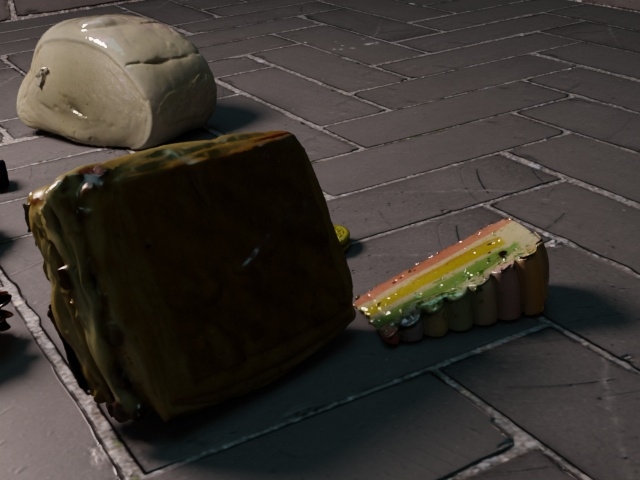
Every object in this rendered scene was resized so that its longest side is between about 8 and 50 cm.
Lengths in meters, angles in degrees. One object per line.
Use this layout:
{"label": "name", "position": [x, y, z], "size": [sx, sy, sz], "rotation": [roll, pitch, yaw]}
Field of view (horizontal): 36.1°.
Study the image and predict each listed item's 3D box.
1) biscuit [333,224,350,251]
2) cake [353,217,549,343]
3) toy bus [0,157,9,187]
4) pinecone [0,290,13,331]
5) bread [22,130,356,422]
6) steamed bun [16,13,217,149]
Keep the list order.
{"label": "biscuit", "position": [0.000, 0.000, 1.360], "size": [0.084, 0.023, 0.084], "rotation": [-5, 23, 2]}
{"label": "cake", "position": [0.162, 0.068, 1.163], "size": [0.225, 0.090, 0.109], "rotation": [-27, 29, -4]}
{"label": "toy bus", "position": [-0.618, -0.104, 1.660], "size": [0.172, 0.057, 0.072], "rotation": [-11, 16, -15]}
{"label": "pinecone", "position": [-0.431, 0.077, 1.136], "size": [0.140, 0.120, 0.140], "rotation": [-21, 22, 9]}
{"label": "bread", "position": [-0.140, 0.032, 1.064], "size": [0.325, 0.277, 0.167], "rotation": [-23, 7, -37]}
{"label": "steamed bun", "position": [-0.406, -0.326, 1.903], "size": [0.384, 0.236, 0.247], "rotation": [12, 27, 31]}
